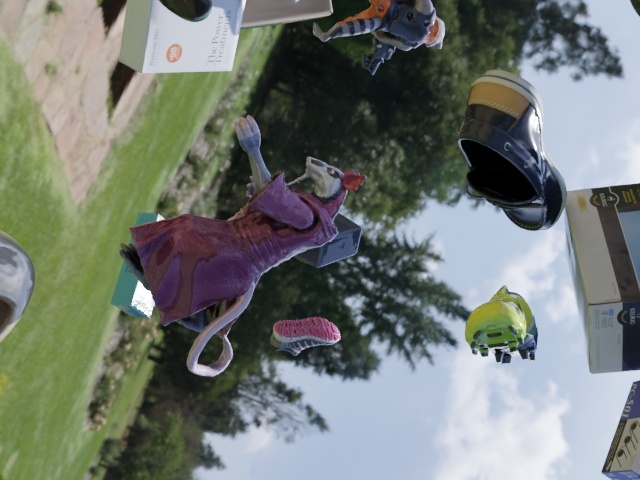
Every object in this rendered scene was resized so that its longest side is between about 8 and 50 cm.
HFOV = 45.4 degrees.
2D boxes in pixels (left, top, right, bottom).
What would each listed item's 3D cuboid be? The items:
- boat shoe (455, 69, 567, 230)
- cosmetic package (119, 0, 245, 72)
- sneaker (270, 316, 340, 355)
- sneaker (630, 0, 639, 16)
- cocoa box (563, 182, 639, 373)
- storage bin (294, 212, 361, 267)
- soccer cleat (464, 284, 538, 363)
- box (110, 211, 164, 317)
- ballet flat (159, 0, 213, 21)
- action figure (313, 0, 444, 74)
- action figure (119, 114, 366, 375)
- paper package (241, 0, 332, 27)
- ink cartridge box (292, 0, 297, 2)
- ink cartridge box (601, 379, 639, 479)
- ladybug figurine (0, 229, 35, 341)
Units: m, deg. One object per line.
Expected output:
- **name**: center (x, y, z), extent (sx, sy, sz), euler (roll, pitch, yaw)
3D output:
- **boat shoe**: center (0.377, -0.135, 1.539), extent (0.156, 0.187, 0.500), euler (-60, 149, -13)
- **cosmetic package**: center (-0.295, -0.577, 1.745), extent (0.284, 0.097, 0.377), euler (-15, 129, -47)
- **sneaker**: center (-0.038, 0.214, 1.684), extent (0.074, 0.171, 0.063), euler (-56, -136, 39)
- **sneaker**: center (0.390, -0.199, 0.789), extent (0.101, 0.267, 0.106), euler (-24, 178, 10)
- **cocoa box**: center (0.655, 0.071, 1.609), extent (0.347, 0.228, 0.231), euler (-82, 160, -47)
- **storage bin**: center (0.000, 0.000, 1.308), extent (0.135, 0.091, 0.098), euler (-17, 127, -45)
- **soccer cleat**: center (0.285, 0.124, 1.218), extent (0.289, 0.094, 0.121), euler (34, 49, -62)
- **box**: center (-0.436, 0.061, 1.897), extent (0.100, 0.060, 0.244), euler (54, 44, -59)
- **ballet flat**: center (-0.292, -0.519, 1.440), extent (0.095, 0.280, 0.096), euler (-31, 147, -9)
- **action figure**: center (0.156, -0.520, 1.915), extent (0.341, 0.330, 0.178), euler (112, -27, -47)
- **action figure**: center (-0.093, 0.002, 1.118), extent (0.370, 0.275, 0.248), euler (-25, 163, 8)
- **paper package**: center (-0.154, -0.756, 2.125), extent (0.168, 0.325, 0.309), euler (-158, -123, -66)
- **ink cartridge box**: center (-0.079, -0.427, 0.950), extent (0.092, 0.158, 0.218), euler (-40, 146, 7)
- **ink cartridge box**: center (0.618, 0.364, 1.473), extent (0.207, 0.046, 0.097), euler (-58, -176, -24)
- **ladybug figurine**: center (-0.514, 0.068, 0.923), extent (0.305, 0.162, 0.449), euler (-38, 173, -18)
